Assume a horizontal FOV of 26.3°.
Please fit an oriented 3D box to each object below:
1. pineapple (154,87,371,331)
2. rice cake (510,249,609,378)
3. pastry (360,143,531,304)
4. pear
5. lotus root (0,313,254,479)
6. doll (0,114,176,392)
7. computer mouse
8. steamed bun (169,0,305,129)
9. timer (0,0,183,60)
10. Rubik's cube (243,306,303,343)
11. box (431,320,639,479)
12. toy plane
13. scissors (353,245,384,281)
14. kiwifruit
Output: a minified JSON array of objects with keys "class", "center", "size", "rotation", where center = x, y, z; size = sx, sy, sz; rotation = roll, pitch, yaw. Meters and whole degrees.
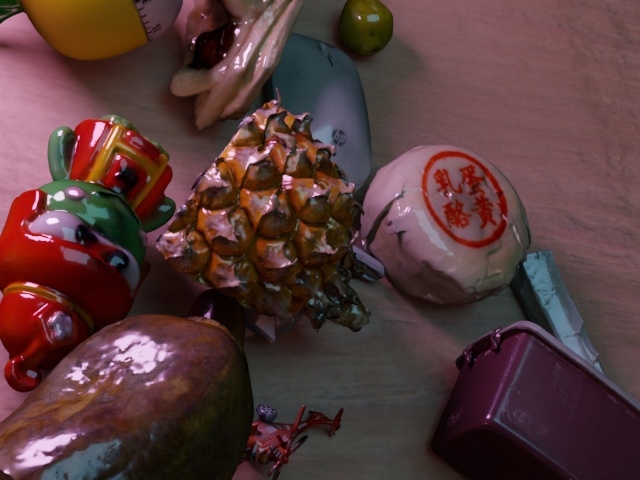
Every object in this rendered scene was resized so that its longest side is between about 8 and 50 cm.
[{"class":"pineapple","center":[-0.006,-0.035,1.715],"size":[0.286,0.209,0.344],"rotation":[37,29,-5]},{"class":"rice cake","center":[0.375,0.172,2.030],"size":[0.066,0.063,0.336],"rotation":[-15,73,-30]},{"class":"pastry","center":[0.184,-0.023,1.979],"size":[0.265,0.133,0.264],"rotation":[16,59,-28]},{"class":"pear","center":[0.070,-0.338,2.124],"size":[0.092,0.092,0.097],"rotation":[-20,76,-40]},{"class":"lotus root","center":[-0.212,0.224,1.484],"size":[0.250,0.250,0.346],"rotation":[46,50,-1]},{"class":"doll","center":[-0.293,0.020,1.615],"size":[0.183,0.160,0.363],"rotation":[39,49,-29]},{"class":"computer mouse","center":[0.003,-0.193,1.985],"size":[0.160,0.097,0.288],"rotation":[14,56,-23]},{"class":"steamed bun","center":[-0.105,-0.379,1.916],"size":[0.189,0.247,0.428],"rotation":[34,51,-24]},{"class":"timer","center":[-0.340,-0.346,1.772],"size":[0.285,0.285,0.285],"rotation":[16,55,-25]},{"class":"Rubik's cube","center":[-0.067,0.095,1.773],"size":[0.075,0.084,0.073],"rotation":[-21,71,-23]},{"class":"box","center":[0.303,0.267,1.843],"size":[0.294,0.193,0.167],"rotation":[37,54,-9]},{"class":"toy plane","center":[-0.042,0.233,1.695],"size":[0.077,0.126,0.194],"rotation":[32,45,24]},{"class":"scissors","center":[0.000,0.000,1.909],"size":[0.204,0.027,0.101],"rotation":[29,53,-13]},{"class":"kiwifruit","center":[-0.132,0.117,1.720],"size":[0.075,0.075,0.124],"rotation":[20,48,-22]}]
